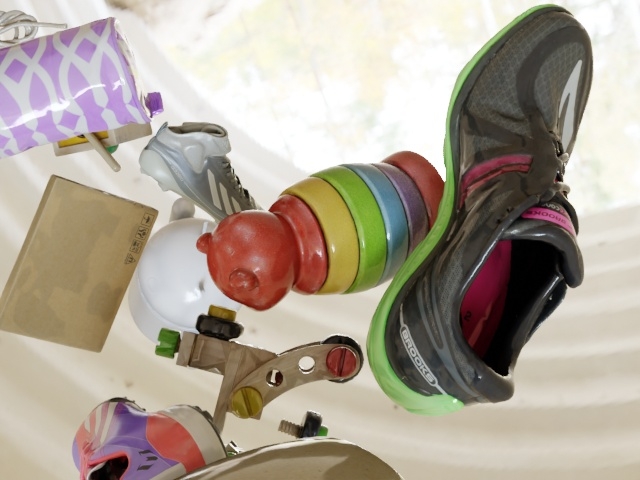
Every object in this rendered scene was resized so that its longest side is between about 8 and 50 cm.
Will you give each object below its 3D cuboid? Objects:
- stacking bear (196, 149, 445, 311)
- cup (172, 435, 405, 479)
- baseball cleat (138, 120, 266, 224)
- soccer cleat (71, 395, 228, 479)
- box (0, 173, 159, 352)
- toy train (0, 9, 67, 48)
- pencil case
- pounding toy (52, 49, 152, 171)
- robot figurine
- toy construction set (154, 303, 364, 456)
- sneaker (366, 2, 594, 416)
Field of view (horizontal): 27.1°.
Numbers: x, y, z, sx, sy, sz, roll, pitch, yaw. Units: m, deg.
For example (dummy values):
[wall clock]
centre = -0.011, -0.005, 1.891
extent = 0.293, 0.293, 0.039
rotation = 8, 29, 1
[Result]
[stacking bear]
centre = 0.000, 0.000, 1.542
extent = 0.289, 0.164, 0.175
rotation = -17, -133, -31
[cup]
centre = -0.027, 0.313, 1.180
extent = 0.331, 0.331, 0.237
rotation = -7, -154, 42
[baseball cleat]
centre = -0.122, -0.077, 1.650
extent = 0.109, 0.206, 0.072
rotation = -51, -149, 18
[soccer cleat]
centre = -0.212, 0.232, 1.389
extent = 0.116, 0.109, 0.318
rotation = -26, -173, -31
[box]
centre = -0.303, 0.032, 1.648
extent = 0.164, 0.201, 0.021
rotation = 20, -175, -44
[toy train]
centre = -0.381, -0.174, 1.381
extent = 0.248, 0.105, 0.143
rotation = -1, 151, -4
[pencil case]
centre = -0.224, -0.093, 0.962
extent = 0.206, 0.088, 0.086
rotation = -16, -132, 4
[pounding toy]
centre = -0.281, -0.155, 1.649
extent = 0.130, 0.141, 0.100
rotation = -7, -170, 36
[robot figurine]
centre = -0.235, 0.078, 2.378
extent = 0.199, 0.300, 0.353
rotation = -8, 165, -17
[toy construction set]
centre = -0.100, 0.214, 1.519
extent = 0.237, 0.257, 0.309
rotation = 21, -158, -4
[sneaker]
centre = 0.219, -0.029, 1.437
extent = 0.202, 0.185, 0.483
rotation = 3, -110, 51
